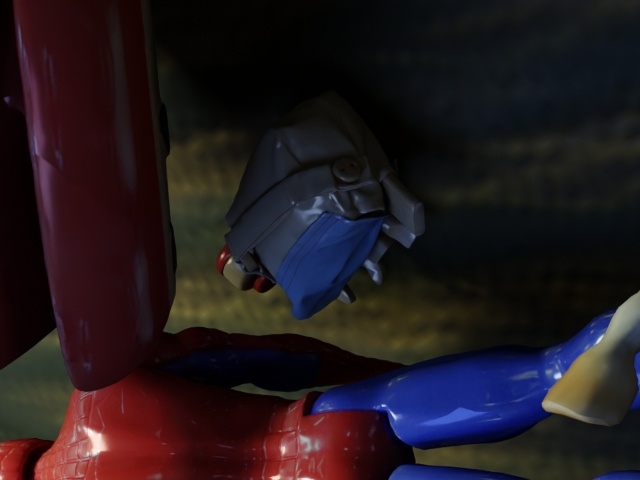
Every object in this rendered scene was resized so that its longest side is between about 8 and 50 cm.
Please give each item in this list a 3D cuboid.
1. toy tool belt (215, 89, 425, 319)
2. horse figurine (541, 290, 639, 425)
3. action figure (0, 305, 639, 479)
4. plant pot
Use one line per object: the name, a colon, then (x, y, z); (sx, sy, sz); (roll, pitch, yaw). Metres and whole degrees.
toy tool belt: (0.000, 0.000, 0.517); (0.051, 0.052, 0.083); (42, 143, 13)
horse figurine: (0.152, 0.036, 0.359); (0.066, 0.174, 0.263); (9, 143, 55)
action figure: (0.037, 0.071, 0.512); (0.280, 0.091, 0.139); (-5, 160, 25)
plant pot: (-0.127, -0.040, 0.449); (0.174, 0.191, 0.191); (-5, 132, -3)
